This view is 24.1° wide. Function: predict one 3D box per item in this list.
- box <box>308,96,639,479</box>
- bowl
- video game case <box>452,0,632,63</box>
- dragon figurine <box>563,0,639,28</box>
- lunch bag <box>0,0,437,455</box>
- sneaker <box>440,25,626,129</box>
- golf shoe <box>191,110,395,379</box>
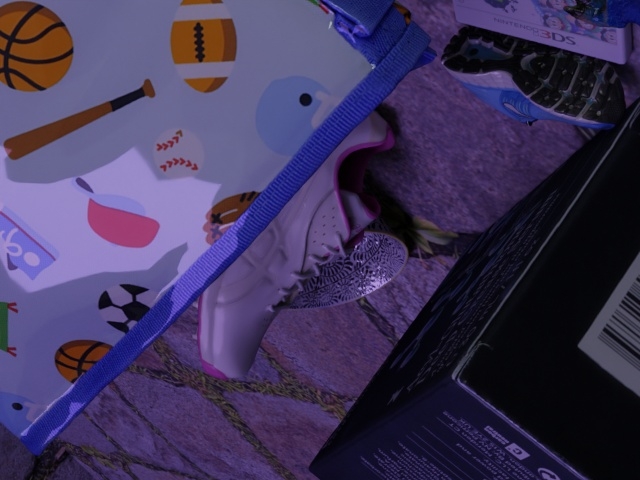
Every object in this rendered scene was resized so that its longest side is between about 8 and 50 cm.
[{"bbox_3d":[0.198,0.111,1.256,0.212,0.293,0.395,38,156,-1],"label":"box"},{"bbox_3d":[0.000,0.000,1.553,0.170,0.170,0.080,92,166,-61],"label":"bowl"},{"bbox_3d":[0.153,-0.201,1.082,0.143,0.019,0.157,19,151,26],"label":"video game case"},{"bbox_3d":[0.249,-0.137,0.948,0.289,0.085,0.144,45,173,-12],"label":"dragon figurine"},{"bbox_3d":[-0.154,-0.111,0.918,0.328,0.239,0.385,41,133,-5],"label":"lunch bag"},{"bbox_3d":[0.174,-0.122,1.175,0.162,0.063,0.073,27,167,39],"label":"sneaker"},{"bbox_3d":[-0.027,-0.001,1.406,0.140,0.306,0.115,20,-168,14],"label":"golf shoe"}]
